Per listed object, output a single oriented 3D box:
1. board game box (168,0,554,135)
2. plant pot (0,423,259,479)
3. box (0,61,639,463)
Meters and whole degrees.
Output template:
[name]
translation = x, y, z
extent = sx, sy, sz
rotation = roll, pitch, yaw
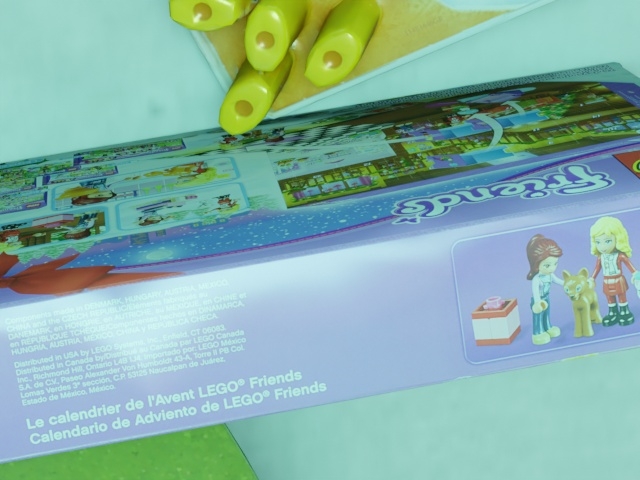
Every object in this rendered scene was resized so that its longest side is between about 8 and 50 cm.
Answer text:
[board game box]
translation = 0.046, -0.261, 0.609
extent = 0.390, 0.050, 0.390
rotation = -21, 113, 21
[plant pot]
translation = -0.159, 0.166, 0.699
extent = 0.294, 0.275, 0.274
rotation = -28, 107, -14
[box]
translation = 0.000, 0.000, 0.685
extent = 0.293, 0.201, 0.057
rotation = -10, 106, -4
